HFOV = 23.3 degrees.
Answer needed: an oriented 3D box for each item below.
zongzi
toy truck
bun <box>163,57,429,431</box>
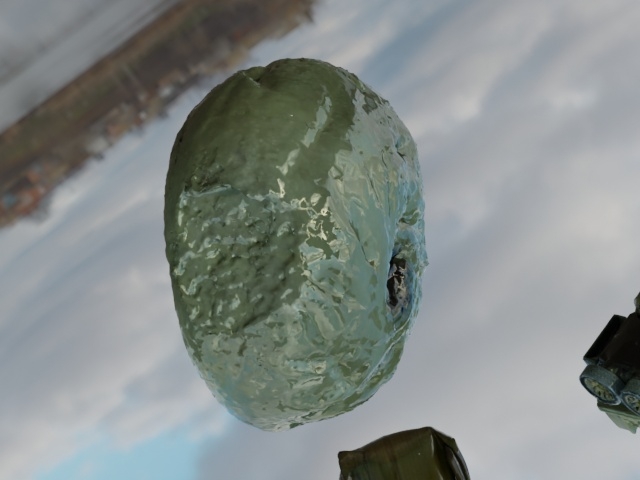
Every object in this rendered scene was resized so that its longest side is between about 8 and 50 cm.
[{"bbox_3d":[0.083,0.303,1.340,0.123,0.260,0.289,-13,164,-8],"label":"zongzi"},{"bbox_3d":[0.269,0.109,1.025,0.191,0.116,0.085,17,-117,46],"label":"toy truck"},{"bbox_3d":[0.001,0.000,0.843,0.108,0.221,0.221,-7,-160,17],"label":"bun"}]
